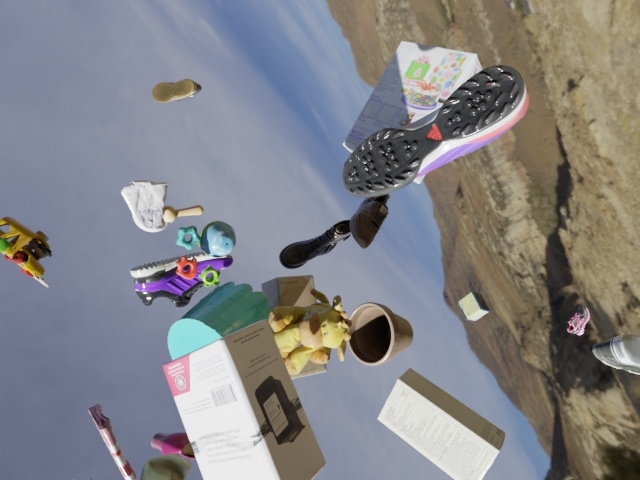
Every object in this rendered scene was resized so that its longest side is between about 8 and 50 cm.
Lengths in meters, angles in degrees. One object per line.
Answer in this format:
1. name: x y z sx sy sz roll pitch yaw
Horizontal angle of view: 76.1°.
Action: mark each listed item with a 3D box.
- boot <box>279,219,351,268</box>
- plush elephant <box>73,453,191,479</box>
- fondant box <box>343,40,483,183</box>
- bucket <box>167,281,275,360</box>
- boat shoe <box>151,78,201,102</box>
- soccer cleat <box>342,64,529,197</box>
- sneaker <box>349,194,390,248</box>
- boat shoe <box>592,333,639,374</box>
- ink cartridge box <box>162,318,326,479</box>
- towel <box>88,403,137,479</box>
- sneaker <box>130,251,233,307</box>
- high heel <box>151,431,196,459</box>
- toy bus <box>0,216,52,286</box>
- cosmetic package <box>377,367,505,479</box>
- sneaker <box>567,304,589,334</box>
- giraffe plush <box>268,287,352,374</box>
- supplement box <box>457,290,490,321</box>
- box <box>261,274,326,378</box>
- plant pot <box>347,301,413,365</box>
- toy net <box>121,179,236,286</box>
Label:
1. boot: 0.000 0.000 1.418 0.262 0.229 0.091 -23 -98 -33
2. plush elephant: -0.422 0.677 0.967 0.330 0.272 0.255 38 -165 32
3. fondant box: 0.243 -0.349 1.099 0.238 0.331 0.096 34 -173 38
4. bucket: -0.248 0.266 1.079 0.282 0.281 0.183 62 -145 -8
5. boat shoe: -0.392 -0.404 1.114 0.049 0.152 0.056 -16 -72 -64
6. soccer cleat: 0.181 -0.155 0.674 0.116 0.318 0.109 7 -120 -55
7. sneaker: 0.118 -0.058 0.943 0.066 0.071 0.189 44 -147 -18
8. boat shoe: 0.658 0.237 0.847 0.219 0.070 0.078 17 -118 -20
9. ink cartridge box: -0.121 0.267 0.627 0.100 0.171 0.238 -14 -102 -53
10. towel: -0.603 0.667 1.242 0.037 0.237 0.330 -28 -77 -35
11. sneaker: -0.400 0.120 1.223 0.293 0.102 0.146 -12 -82 -28
12. high heel: -0.452 0.804 1.587 0.377 0.181 0.128 25 -114 -47
13. toy bus: -0.795 0.019 1.108 0.202 0.190 0.104 52 -122 -28
14. cosmetic package: 0.340 0.532 1.172 0.309 0.160 0.113 32 -161 28
15. sneaker: 0.945 0.293 1.505 0.047 0.057 0.120 -88 3 -73
16. giraffe plush: -0.003 0.206 0.930 0.182 0.210 0.170 59 158 -5
17. supplement box: 0.599 0.259 1.601 0.056 0.083 0.083 18 -140 -33
18. box: -0.089 0.276 1.321 0.147 0.121 0.312 -2 -103 -34
19. plant pot: 0.284 0.406 1.784 0.229 0.263 0.263 12 -127 -40
20. toy net: -0.242 -0.014 0.691 0.045 0.122 0.232 21 166 46
